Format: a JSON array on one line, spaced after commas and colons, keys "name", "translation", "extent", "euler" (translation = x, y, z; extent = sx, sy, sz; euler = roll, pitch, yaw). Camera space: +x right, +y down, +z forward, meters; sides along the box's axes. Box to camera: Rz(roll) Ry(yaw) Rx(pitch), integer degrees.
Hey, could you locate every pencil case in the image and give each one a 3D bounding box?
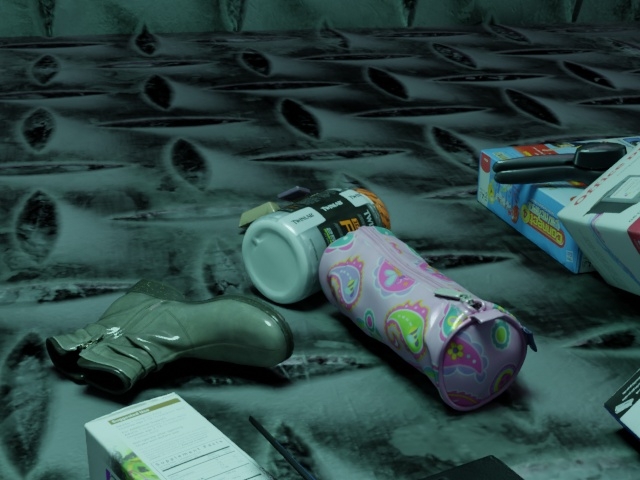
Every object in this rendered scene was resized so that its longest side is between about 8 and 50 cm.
[{"name": "pencil case", "translation": [0.109, 0.076, 1.184], "extent": [0.124, 0.124, 0.284], "euler": [-10, 24, -25]}]

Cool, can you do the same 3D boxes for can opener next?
[{"name": "can opener", "translation": [0.336, -0.105, 1.490], "extent": [0.186, 0.073, 0.059], "euler": [-4, 29, 12]}]

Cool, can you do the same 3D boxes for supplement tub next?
[{"name": "supplement tub", "translation": [0.000, 0.000, 1.365], "extent": [0.117, 0.117, 0.190], "euler": [18, 29, 35]}]

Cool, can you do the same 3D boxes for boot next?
[{"name": "boot", "translation": [-0.164, 0.121, 1.138], "extent": [0.246, 0.084, 0.161], "euler": [9, 30, 32]}]

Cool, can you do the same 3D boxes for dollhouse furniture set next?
[{"name": "dollhouse furniture set", "translation": [-0.049, -0.016, 1.531], "extent": [0.114, 0.081, 0.091], "euler": [-22, -13, 22]}]

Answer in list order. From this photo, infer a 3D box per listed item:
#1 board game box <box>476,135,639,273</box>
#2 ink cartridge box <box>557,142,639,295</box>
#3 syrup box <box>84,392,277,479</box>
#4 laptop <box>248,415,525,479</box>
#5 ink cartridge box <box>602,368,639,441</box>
[{"name": "board game box", "translation": [0.437, -0.064, 1.580], "extent": [0.301, 0.086, 0.308], "euler": [-6, 24, -17]}, {"name": "ink cartridge box", "translation": [0.443, -0.041, 1.246], "extent": [0.226, 0.131, 0.306], "euler": [-40, 10, -2]}, {"name": "syrup box", "translation": [-0.097, 0.223, 0.850], "extent": [0.096, 0.093, 0.237], "euler": [-16, 28, -34]}, {"name": "laptop", "translation": [0.110, 0.213, 0.829], "extent": [0.264, 0.137, 0.234], "euler": [-12, 26, -28]}, {"name": "ink cartridge box", "translation": [0.382, 0.121, 1.018], "extent": [0.207, 0.046, 0.097], "euler": [-45, 30, 1]}]
